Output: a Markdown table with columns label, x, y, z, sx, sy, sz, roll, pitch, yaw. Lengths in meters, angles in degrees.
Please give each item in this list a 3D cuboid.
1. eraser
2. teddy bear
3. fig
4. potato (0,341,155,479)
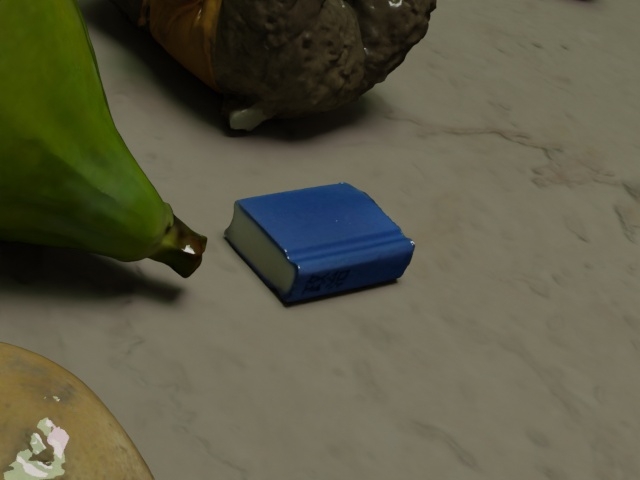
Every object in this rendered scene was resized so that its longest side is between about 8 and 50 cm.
| label | x | y | z | sx | sy | sz | roll | pitch | yaw |
| --- | --- | --- | --- | --- | --- | --- | --- | --- | --- |
| eraser | 0.000 | 0.000 | 1.036 | 0.085 | 0.027 | 0.063 | -10 | 43 | -40 |
| teddy bear | -0.053 | -0.151 | 1.152 | 0.190 | 0.140 | 0.177 | 35 | 9 | 33 |
| fig | -0.189 | -0.116 | 0.912 | 0.314 | 0.233 | 0.233 | 18 | 32 | 5 |
| potato | -0.131 | 0.101 | 0.744 | 0.147 | 0.112 | 0.112 | 19 | 31 | 11 |
